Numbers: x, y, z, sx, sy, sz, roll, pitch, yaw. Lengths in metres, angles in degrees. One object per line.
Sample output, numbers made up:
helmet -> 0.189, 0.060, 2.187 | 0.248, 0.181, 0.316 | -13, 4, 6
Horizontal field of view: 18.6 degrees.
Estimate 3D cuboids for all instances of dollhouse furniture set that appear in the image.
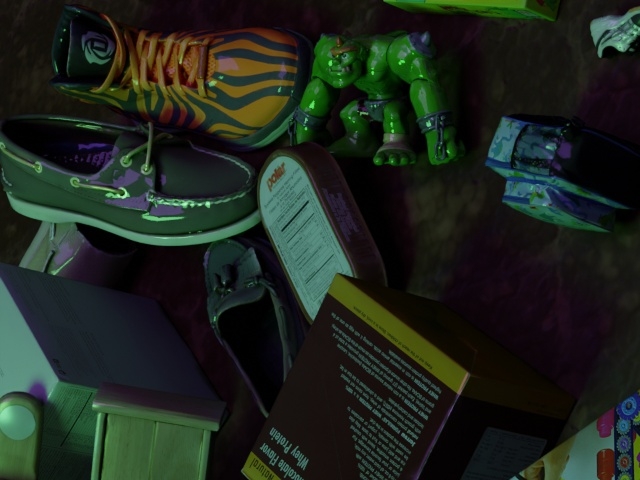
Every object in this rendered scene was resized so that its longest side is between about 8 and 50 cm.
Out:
dollhouse furniture set -> -0.184, 0.266, 1.607 | 0.355, 0.303, 0.173 | -71, -10, -71

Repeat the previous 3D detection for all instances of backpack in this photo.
backpack -> 0.190, -0.056, 1.562 | 0.114, 0.105, 0.084 | 22, 94, 55

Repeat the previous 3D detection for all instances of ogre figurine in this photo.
ogre figurine -> 0.047, -0.130, 1.765 | 0.197, 0.097, 0.118 | -167, 75, -65

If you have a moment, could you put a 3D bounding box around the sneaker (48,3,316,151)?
sneaker -> -0.158, -0.165, 1.935 | 0.321, 0.180, 0.124 | -3, 76, 48

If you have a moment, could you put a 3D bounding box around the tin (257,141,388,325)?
tin -> 0.000, 0.000, 1.766 | 0.106, 0.040, 0.189 | -45, 64, 46

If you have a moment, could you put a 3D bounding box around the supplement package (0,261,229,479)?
supplement package -> -0.239, 0.150, 1.906 | 0.149, 0.203, 0.194 | -57, 42, 19

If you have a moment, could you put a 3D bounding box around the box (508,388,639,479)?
box -> 0.262, 0.229, 1.242 | 0.279, 0.290, 0.177 | -40, 50, 34

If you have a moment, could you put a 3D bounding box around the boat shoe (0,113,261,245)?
boat shoe -> -0.191, -0.067, 1.931 | 0.305, 0.091, 0.109 | 7, 43, 26

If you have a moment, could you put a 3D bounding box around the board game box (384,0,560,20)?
board game box -> 0.140, -0.247, 1.729 | 0.181, 0.043, 0.092 | 11, 86, 50

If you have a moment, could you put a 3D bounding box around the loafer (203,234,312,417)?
loafer -> -0.053, 0.079, 1.809 | 0.096, 0.084, 0.267 | -55, 44, 21

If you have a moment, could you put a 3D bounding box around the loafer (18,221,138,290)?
loafer -> -0.250, 0.021, 2.038 | 0.092, 0.102, 0.268 | 7, 81, 53

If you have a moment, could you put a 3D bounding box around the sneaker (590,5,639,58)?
sneaker -> 0.257, -0.169, 1.586 | 0.083, 0.032, 0.037 | -14, 81, 51

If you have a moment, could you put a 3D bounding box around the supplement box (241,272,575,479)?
supplement box -> 0.068, 0.162, 1.608 | 0.191, 0.129, 0.194 | 36, 105, 48
